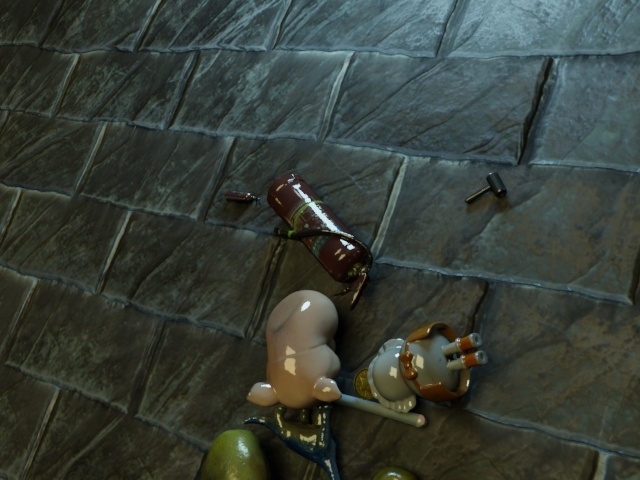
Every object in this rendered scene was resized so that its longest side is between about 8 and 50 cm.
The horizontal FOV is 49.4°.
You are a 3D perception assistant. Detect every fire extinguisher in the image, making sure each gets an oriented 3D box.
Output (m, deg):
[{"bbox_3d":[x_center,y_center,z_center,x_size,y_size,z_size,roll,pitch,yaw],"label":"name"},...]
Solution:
[{"bbox_3d":[0.000,0.000,1.478,0.141,0.105,0.341,-53,52,18],"label":"fire extinguisher"},{"bbox_3d":[-0.191,-0.103,1.664,0.100,0.046,0.032,8,86,34],"label":"fire extinguisher"}]

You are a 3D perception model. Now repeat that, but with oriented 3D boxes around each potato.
[{"bbox_3d":[-0.152,0.484,1.316,0.169,0.144,0.248,-29,58,40],"label":"potato"}]

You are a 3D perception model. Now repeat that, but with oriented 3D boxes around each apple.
[{"bbox_3d":[0.132,0.441,1.224,0.090,0.074,0.089,-5,55,8],"label":"apple"}]

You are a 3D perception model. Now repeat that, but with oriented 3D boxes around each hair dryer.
[{"bbox_3d":[0.323,-0.096,1.381,0.083,0.026,0.047,-30,56,19],"label":"hair dryer"}]

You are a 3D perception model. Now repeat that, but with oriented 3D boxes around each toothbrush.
[{"bbox_3d":[0.050,0.308,1.360,0.342,0.025,0.030,11,73,33],"label":"toothbrush"}]

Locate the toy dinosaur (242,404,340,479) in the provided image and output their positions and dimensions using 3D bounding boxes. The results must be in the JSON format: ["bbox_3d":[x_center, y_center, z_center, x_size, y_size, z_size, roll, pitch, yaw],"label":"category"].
[{"bbox_3d":[-0.037,0.411,1.337,0.248,0.075,0.188,-6,69,20],"label":"toy dinosaur"}]

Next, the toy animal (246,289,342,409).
[{"bbox_3d":[-0.033,0.208,1.341,0.167,0.154,0.250,-21,44,24],"label":"toy animal"}]

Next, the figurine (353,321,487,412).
[{"bbox_3d":[0.168,0.232,1.253,0.271,0.143,0.143,-19,61,21],"label":"figurine"}]
